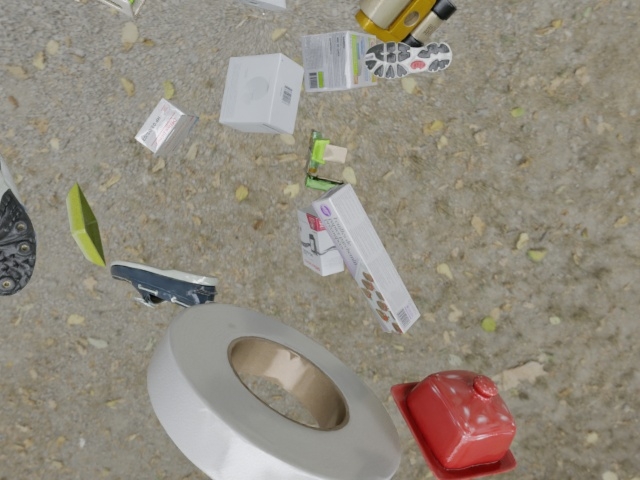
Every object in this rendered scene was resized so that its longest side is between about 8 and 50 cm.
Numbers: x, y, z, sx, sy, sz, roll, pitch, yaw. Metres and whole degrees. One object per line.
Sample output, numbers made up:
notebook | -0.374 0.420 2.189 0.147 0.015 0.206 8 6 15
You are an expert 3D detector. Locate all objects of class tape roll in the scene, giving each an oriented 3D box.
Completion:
tape roll | -0.062 0.230 0.730 0.392 0.392 0.072 27 100 -17

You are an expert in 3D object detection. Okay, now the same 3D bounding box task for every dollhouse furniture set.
dollhouse furniture set | 0.024 -0.322 1.963 0.151 0.301 0.197 10 107 -8

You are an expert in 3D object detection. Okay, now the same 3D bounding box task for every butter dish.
butter dish | 0.210 0.240 0.704 0.160 0.160 0.118 6 126 -29

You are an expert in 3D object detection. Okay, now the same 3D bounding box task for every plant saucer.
plant saucer | -0.680 -0.038 1.414 0.045 0.188 0.188 -17 148 -15

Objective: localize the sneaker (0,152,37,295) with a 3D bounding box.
sneaker | -0.428 -0.042 0.630 0.085 0.086 0.237 -20 88 -28

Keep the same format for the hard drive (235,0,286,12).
hard drive | -0.207 -0.836 1.353 0.047 0.233 0.353 -2 98 40

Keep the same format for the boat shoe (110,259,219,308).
boat shoe | -0.300 0.087 0.921 0.254 0.095 0.079 7 85 22

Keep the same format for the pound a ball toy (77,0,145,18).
pound a ball toy | -0.765 -0.842 1.629 0.319 0.136 0.208 24 81 -8

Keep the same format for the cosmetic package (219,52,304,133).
cosmetic package | -0.195 -0.479 1.625 0.224 0.138 0.224 11 91 32

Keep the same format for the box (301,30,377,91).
box | 0.048 -0.389 1.070 0.103 0.203 0.114 3 109 22

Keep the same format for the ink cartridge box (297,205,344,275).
ink cartridge box | 0.000 0.000 1.203 0.063 0.109 0.150 -15 110 -25

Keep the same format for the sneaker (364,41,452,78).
sneaker | 0.171 -0.353 0.973 0.170 0.071 0.068 0 103 0

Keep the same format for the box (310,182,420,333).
box | 0.095 0.042 0.987 0.067 0.063 0.324 -41 108 -31

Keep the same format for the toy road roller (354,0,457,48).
toy road roller | 0.241 -0.756 1.537 0.329 0.240 0.202 2 143 -47

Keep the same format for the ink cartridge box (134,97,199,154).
ink cartridge box | -0.328 -0.242 1.049 0.061 0.181 0.104 36 97 -10
